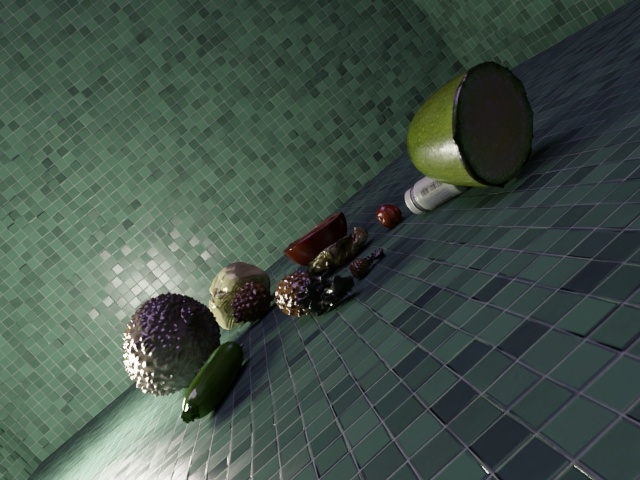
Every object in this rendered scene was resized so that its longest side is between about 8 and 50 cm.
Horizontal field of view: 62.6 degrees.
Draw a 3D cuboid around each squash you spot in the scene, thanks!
[{"bbox_3d":[-0.316,0.414,1.591,0.107,0.107,0.395,-38,7,21],"label":"squash"},{"bbox_3d":[0.349,-0.291,1.407,0.310,0.310,0.309,-43,25,-25],"label":"squash"}]

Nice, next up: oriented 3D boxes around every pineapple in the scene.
[{"bbox_3d":[-0.012,0.151,1.564,0.170,0.141,0.310,-15,0,-33],"label":"pineapple"},{"bbox_3d":[-0.298,0.273,2.210,0.193,0.166,0.166,-54,12,-26],"label":"pineapple"},{"bbox_3d":[0.147,0.066,1.593,0.124,0.058,0.058,-28,2,-23],"label":"pineapple"}]

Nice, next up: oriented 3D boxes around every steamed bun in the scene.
[{"bbox_3d":[-0.380,0.234,2.404,0.276,0.289,0.203,-7,34,-24],"label":"steamed bun"}]

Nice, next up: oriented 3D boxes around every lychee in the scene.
[{"bbox_3d":[-0.582,0.403,2.036,0.432,0.380,0.380,-50,2,26],"label":"lychee"}]

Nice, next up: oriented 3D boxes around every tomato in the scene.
[{"bbox_3d":[0.002,0.012,2.271,0.338,0.144,0.338,-35,6,4],"label":"tomato"}]

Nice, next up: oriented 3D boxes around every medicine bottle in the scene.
[{"bbox_3d":[0.356,-0.158,1.622,0.186,0.103,0.103,-34,10,45],"label":"medicine bottle"}]

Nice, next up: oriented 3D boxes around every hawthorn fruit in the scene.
[{"bbox_3d":[0.243,-0.092,1.866,0.093,0.093,0.093,-39,7,6],"label":"hawthorn fruit"}]

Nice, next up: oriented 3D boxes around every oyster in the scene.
[{"bbox_3d":[0.054,0.069,1.952,0.166,0.094,0.294,-20,-22,-51],"label":"oyster"}]

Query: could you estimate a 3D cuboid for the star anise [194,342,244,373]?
[{"bbox_3d":[-0.346,0.426,1.843,0.180,0.061,0.204,-31,12,16],"label":"star anise"}]
